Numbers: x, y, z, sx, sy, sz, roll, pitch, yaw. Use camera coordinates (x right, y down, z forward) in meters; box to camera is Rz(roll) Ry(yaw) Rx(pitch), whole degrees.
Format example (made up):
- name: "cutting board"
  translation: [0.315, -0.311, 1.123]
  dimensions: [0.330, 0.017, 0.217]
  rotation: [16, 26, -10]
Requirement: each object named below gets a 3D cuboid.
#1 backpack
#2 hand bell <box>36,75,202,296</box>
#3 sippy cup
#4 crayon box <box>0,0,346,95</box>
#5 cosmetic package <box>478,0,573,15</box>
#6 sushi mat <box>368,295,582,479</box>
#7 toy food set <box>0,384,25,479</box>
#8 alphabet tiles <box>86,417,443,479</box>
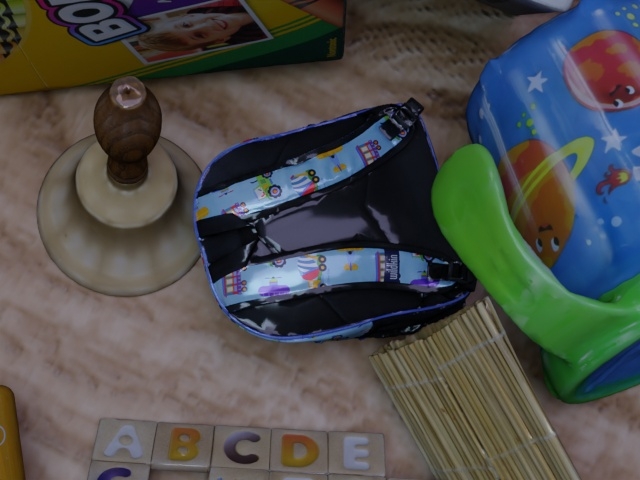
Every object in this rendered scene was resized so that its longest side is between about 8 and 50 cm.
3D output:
- name: "backpack"
  translation: [0.000, 0.000, 0.866]
  dimensions: [0.173, 0.117, 0.158]
  rotation: [-14, 78, -13]
- name: "hand bell"
  translation: [-0.123, -0.052, 0.795]
  dimensions: [0.126, 0.242, 0.126]
  rotation: [2, 74, -8]
- name: "sippy cup"
  translation: [0.217, -0.039, 0.865]
  dimensions: [0.240, 0.305, 0.224]
  rotation: [-29, 70, 12]
- name: "crayon box"
  translation: [-0.143, -0.199, 0.746]
  dimensions: [0.313, 0.363, 0.106]
  rotation: [-8, 76, -2]
- name: "cosmetic package"
  translation: [0.169, -0.392, 0.854]
  dimensions: [0.161, 0.230, 0.453]
  rotation: [22, 98, -3]
- name: "sushi mat"
  translation: [0.140, 0.193, 0.803]
  dimensions: [0.019, 0.151, 0.316]
  rotation: [-27, 88, -32]
- name: "toy food set"
  translation: [-0.300, 0.163, 0.775]
  dimensions: [0.232, 0.111, 0.104]
  rotation: [-8, 76, -15]
- name: "alphabet tiles"
  translation: [-0.035, 0.191, 0.793]
  dimensions: [0.237, 0.009, 0.198]
  rotation: [3, 37, -2]
